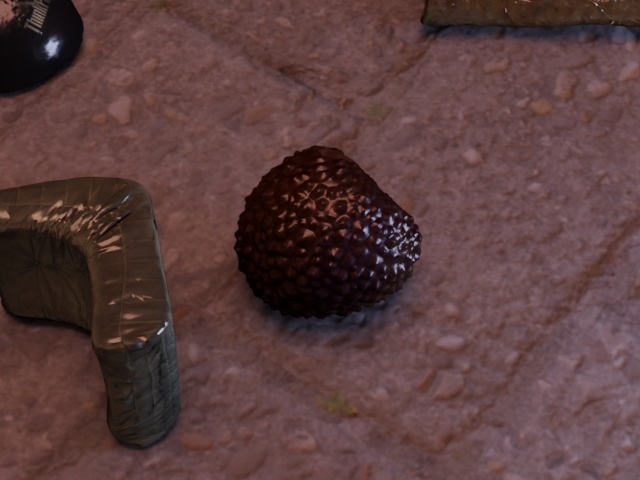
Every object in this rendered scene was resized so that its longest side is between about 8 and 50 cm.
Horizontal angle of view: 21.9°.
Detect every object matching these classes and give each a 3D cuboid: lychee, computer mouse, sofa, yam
[{"bbox_3d":[0.000,0.000,1.758,0.188,0.188,0.188,0,55,0],"label":"lychee"},{"bbox_3d":[-0.415,-0.299,2.001,0.269,0.100,0.170,38,61,23],"label":"computer mouse"},{"bbox_3d":[-0.242,0.075,1.679,0.176,0.210,0.225,-8,57,-8],"label":"sofa"},{"bbox_3d":[0.301,-0.294,2.020,0.356,0.081,0.081,2,55,-1],"label":"yam"}]
